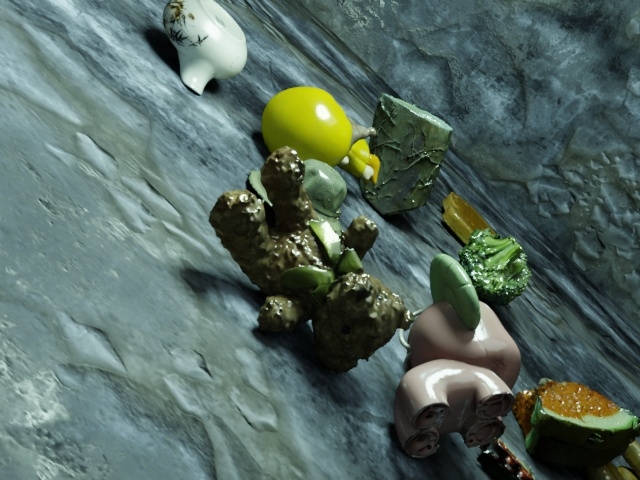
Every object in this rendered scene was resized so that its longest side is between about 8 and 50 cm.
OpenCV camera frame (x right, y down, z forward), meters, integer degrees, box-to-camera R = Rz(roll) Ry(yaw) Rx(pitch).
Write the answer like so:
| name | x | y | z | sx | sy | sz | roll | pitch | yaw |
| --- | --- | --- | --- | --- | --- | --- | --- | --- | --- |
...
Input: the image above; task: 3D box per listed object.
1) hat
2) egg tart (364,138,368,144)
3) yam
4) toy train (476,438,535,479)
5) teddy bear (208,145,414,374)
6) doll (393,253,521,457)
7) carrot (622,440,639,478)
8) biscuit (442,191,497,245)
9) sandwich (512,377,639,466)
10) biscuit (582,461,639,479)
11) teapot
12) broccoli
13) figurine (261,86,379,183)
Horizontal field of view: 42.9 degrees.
| name | x | y | z | sx | sy | sz | roll | pitch | yaw |
| --- | --- | --- | --- | --- | --- | --- | --- | --- | --- |
| hat | -0.011 | -0.096 | 1.571 | 0.252 | 0.110 | 0.252 | 36 | 15 | -11 |
| egg tart | 0.039 | -0.294 | 2.166 | 0.197 | 0.078 | 0.197 | 39 | 18 | -15 |
| yam | 0.209 | -0.202 | 2.051 | 0.201 | 0.271 | 0.202 | 34 | 21 | 26 |
| toy train | 0.362 | 0.429 | 1.384 | 0.249 | 0.053 | 0.085 | 46 | 11 | 5 |
| teddy bear | -0.008 | 0.039 | 1.206 | 0.223 | 0.246 | 0.296 | 23 | -35 | 38 |
| doll | 0.195 | 0.185 | 1.296 | 0.216 | 0.284 | 0.268 | -4 | 40 | -17 |
| carrot | 0.705 | 0.491 | 1.735 | 0.078 | 0.078 | 0.298 | 16 | 29 | -53 |
| biscuit | 0.465 | -0.017 | 2.472 | 0.287 | 0.057 | 0.343 | 23 | 29 | -46 |
| sandwich | 0.494 | 0.362 | 1.639 | 0.292 | 0.109 | 0.212 | 2 | 27 | -47 |
| biscuit | 0.658 | 0.571 | 1.656 | 0.237 | 0.062 | 0.290 | 27 | 26 | -38 |
| teapot | -0.263 | -0.447 | 1.801 | 0.208 | 0.166 | 0.299 | 22 | 21 | -32 |
| broccoli | 0.448 | 0.068 | 2.103 | 0.198 | 0.176 | 0.226 | 32 | -2 | 0 |
| figurine | 0.008 | -0.225 | 1.826 | 0.215 | 0.187 | 0.344 | 27 | 6 | 28 |
